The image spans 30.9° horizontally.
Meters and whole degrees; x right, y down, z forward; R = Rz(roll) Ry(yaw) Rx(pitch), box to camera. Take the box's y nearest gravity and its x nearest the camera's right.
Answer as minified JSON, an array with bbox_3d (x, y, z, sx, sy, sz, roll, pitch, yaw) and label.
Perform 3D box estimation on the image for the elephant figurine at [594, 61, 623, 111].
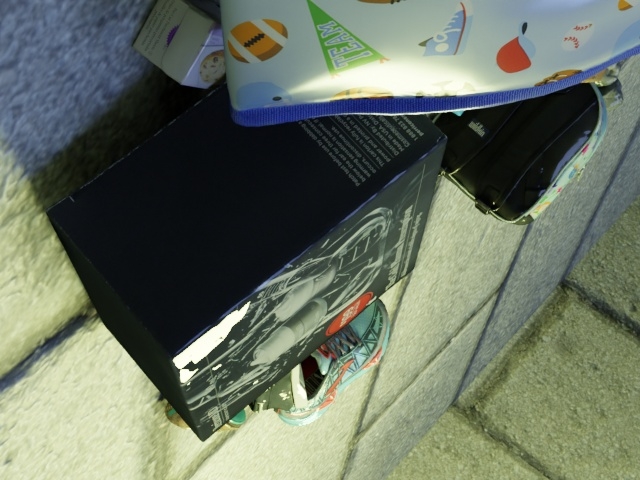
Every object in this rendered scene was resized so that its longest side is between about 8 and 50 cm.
[{"bbox_3d":[0.410,-0.276,1.961,0.186,0.169,0.239,-20,-162,0],"label":"elephant figurine"}]

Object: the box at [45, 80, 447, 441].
[{"bbox_3d":[-0.062,0.005,1.140,0.312,0.179,0.343,-38,164,-14],"label":"box"}]

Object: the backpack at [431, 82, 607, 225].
[{"bbox_3d":[0.310,-0.171,1.771,0.253,0.225,0.191,-53,163,16],"label":"backpack"}]

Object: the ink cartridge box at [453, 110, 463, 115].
[{"bbox_3d":[0.182,-0.275,1.526,0.134,0.078,0.231,-52,161,-6],"label":"ink cartridge box"}]

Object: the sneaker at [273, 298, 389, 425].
[{"bbox_3d":[0.021,0.195,1.918,0.262,0.104,0.125,-51,159,-10],"label":"sneaker"}]

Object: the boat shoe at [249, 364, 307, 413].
[{"bbox_3d":[-0.077,0.152,1.605,0.091,0.114,0.302,-12,138,-3],"label":"boat shoe"}]

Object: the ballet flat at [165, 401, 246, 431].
[{"bbox_3d":[-0.165,0.238,1.624,0.067,0.073,0.206,-28,160,6],"label":"ballet flat"}]

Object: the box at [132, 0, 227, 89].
[{"bbox_3d":[-0.061,-0.179,1.124,0.067,0.063,0.324,-57,161,15],"label":"box"}]

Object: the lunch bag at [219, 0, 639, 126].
[{"bbox_3d":[0.112,-0.274,0.861,0.327,0.386,0.238,89,-2,-55],"label":"lunch bag"}]

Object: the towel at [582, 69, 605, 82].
[{"bbox_3d":[0.339,-0.365,1.470,0.272,0.040,0.370,-6,130,-37],"label":"towel"}]
